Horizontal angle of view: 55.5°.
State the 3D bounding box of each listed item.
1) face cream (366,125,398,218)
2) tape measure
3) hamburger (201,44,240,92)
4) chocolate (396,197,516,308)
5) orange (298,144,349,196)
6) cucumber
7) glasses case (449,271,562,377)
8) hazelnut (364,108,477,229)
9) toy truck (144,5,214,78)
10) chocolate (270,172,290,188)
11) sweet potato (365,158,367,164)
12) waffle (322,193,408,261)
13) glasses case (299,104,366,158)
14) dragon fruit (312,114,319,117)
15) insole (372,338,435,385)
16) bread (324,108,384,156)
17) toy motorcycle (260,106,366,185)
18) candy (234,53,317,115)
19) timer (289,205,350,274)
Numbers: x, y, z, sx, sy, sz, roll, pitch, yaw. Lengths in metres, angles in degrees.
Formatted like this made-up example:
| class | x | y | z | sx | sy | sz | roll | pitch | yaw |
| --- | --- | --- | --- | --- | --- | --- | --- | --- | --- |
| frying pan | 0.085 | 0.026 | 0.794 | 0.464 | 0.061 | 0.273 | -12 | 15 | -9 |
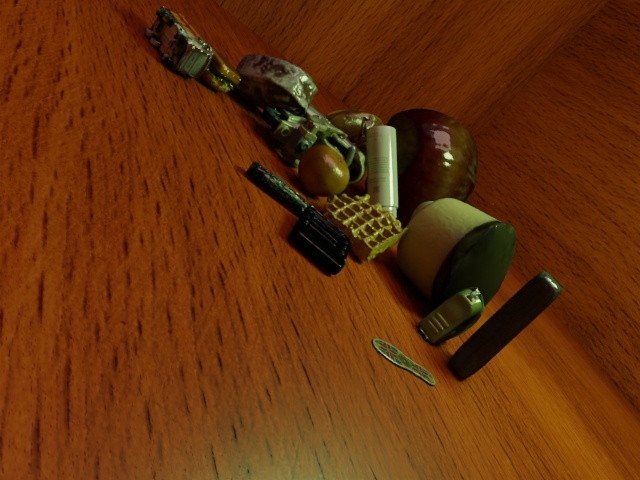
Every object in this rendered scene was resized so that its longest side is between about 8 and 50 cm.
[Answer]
| class | x | y | z | sx | sy | sz | roll | pitch | yaw |
| --- | --- | --- | --- | --- | --- | --- | --- | --- | --- |
| face cream | 0.199 | -0.189 | 1.955 | 0.102 | 0.102 | 0.346 | 9 | 80 | -61 |
| tape measure | 0.349 | 0.193 | 1.569 | 0.087 | 0.177 | 0.154 | 56 | 10 | 27 |
| hamburger | -0.327 | -0.525 | 1.869 | 0.137 | 0.087 | 0.166 | 31 | 20 | -52 |
| chocolate | 0.368 | 0.045 | 1.780 | 0.297 | 0.326 | 0.314 | 28 | -19 | 38 |
| orange | 0.005 | -0.195 | 1.754 | 0.159 | 0.136 | 0.159 | 41 | 28 | -27 |
| cucumber | -0.076 | -0.107 | 1.523 | 0.256 | 0.044 | 0.043 | 39 | 62 | -18 |
| glasses case | 0.451 | 0.207 | 1.487 | 0.074 | 0.323 | 0.131 | 48 | 14 | 20 |
| hazelnut | 0.351 | -0.242 | 2.135 | 0.402 | 0.429 | 0.402 | 23 | 9 | -4 |
| toy truck | -0.416 | -0.581 | 1.782 | 0.135 | 0.114 | 0.270 | 15 | 30 | -48 |
| chocolate | -0.119 | -0.156 | 1.573 | 0.100 | 0.031 | 0.064 | 23 | 22 | -45 |
| sweet potato | 0.170 | -0.383 | 2.599 | 0.130 | 0.130 | 0.423 | 40 | 27 | -11 |
| waffle | 0.114 | -0.059 | 1.695 | 0.219 | 0.057 | 0.229 | 40 | 39 | 18 |
| glasses case | 0.021 | -0.368 | 2.245 | 0.308 | 0.128 | 0.083 | 40 | 43 | -10 |
| dragon fruit | -0.035 | -0.359 | 2.154 | 0.102 | 0.096 | 0.147 | -60 | 134 | -62 |
| insole | 0.180 | 0.260 | 1.300 | 0.193 | 0.006 | 0.065 | 35 | 20 | -24 |
| bread | 0.119 | -0.415 | 2.380 | 0.269 | 0.195 | 0.143 | -2 | 27 | -21 |
| toy motorcycle | -0.004 | -0.294 | 1.935 | 0.410 | 0.169 | 0.237 | 22 | 21 | -38 |
| candy | -0.151 | -0.509 | 1.993 | 0.289 | 0.157 | 0.214 | 21 | -16 | 24 |
| timer | 0.000 | 0.000 | 1.440 | 0.144 | 0.055 | 0.187 | 39 | 22 | -6 |
